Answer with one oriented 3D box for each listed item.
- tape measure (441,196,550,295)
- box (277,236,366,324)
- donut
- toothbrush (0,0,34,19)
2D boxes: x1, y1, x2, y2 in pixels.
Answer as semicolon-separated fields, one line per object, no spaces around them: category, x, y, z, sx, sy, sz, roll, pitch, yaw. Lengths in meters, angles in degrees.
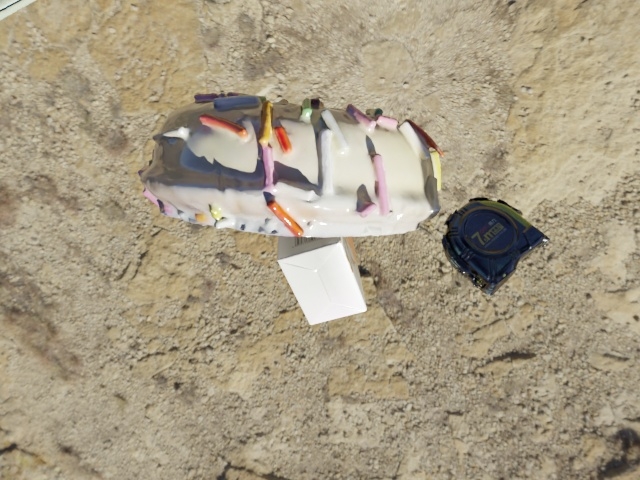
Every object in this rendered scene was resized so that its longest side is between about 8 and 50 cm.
tape measure;0.369;0.000;0.958;0.199;0.112;0.186;-37;69;-15
box;0.000;0.000;1.065;0.144;0.341;0.224;-15;127;9
donut;-0.033;-0.097;0.559;0.383;0.382;0.142;6;100;9
toothbrush;-0.189;-0.204;0.324;0.026;0.294;0.028;29;144;5
